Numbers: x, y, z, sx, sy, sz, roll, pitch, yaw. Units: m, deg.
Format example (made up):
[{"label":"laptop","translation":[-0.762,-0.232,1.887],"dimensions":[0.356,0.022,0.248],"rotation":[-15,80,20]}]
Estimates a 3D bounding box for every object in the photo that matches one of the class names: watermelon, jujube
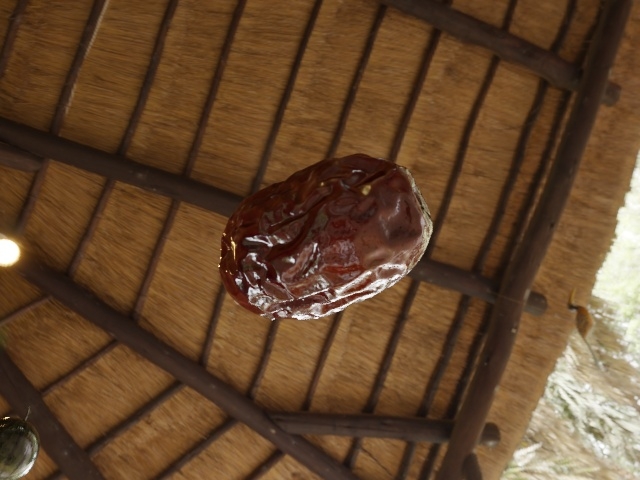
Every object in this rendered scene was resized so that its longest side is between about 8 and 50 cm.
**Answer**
[{"label":"watermelon","translation":[-0.540,0.353,0.937],"dimensions":[0.105,0.105,0.133],"rotation":[47,-132,-42]},{"label":"jujube","translation":[0.000,0.000,0.613],"dimensions":[0.174,0.250,0.174],"rotation":[52,-152,-41]}]
